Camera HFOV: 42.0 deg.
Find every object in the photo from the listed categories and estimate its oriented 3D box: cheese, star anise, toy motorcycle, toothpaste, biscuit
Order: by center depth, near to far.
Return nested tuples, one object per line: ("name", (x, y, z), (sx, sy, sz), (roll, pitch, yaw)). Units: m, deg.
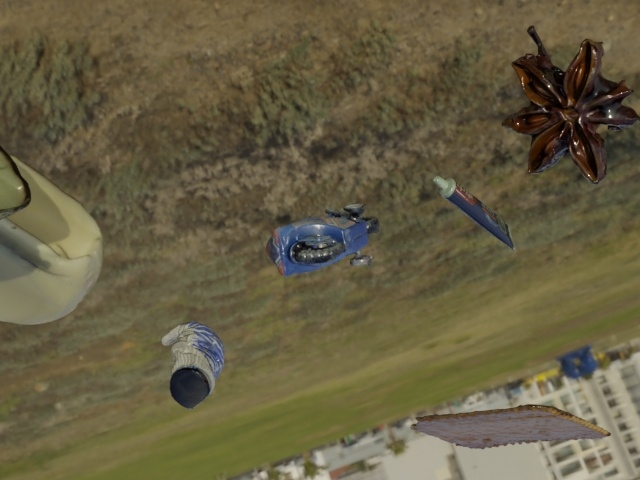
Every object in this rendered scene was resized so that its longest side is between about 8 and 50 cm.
("toothpaste", (0.163, -0.031, 0.873), (0.021, 0.037, 0.140), (-35, 130, 30))
("toy motorcycle", (0.000, 0.000, 1.017), (0.114, 0.076, 0.205), (-5, -170, 21))
("cheese", (-0.420, 0.004, 1.090), (0.233, 0.127, 0.266), (-27, 124, 38))
("biscuit", (0.255, 0.261, 1.157), (0.232, 0.013, 0.237), (-15, 151, 35))
("star anise", (0.383, -0.198, 1.260), (0.125, 0.190, 0.220), (-17, 125, -46))

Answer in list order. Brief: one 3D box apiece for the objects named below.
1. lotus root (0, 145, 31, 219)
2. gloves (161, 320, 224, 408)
("lotus root", (-0.333, -0.040, 0.640), (0.183, 0.204, 0.078), (-13, 147, -49))
("gloves", (-0.200, 0.188, 1.333), (0.097, 0.119, 0.229), (-12, -161, -10))
